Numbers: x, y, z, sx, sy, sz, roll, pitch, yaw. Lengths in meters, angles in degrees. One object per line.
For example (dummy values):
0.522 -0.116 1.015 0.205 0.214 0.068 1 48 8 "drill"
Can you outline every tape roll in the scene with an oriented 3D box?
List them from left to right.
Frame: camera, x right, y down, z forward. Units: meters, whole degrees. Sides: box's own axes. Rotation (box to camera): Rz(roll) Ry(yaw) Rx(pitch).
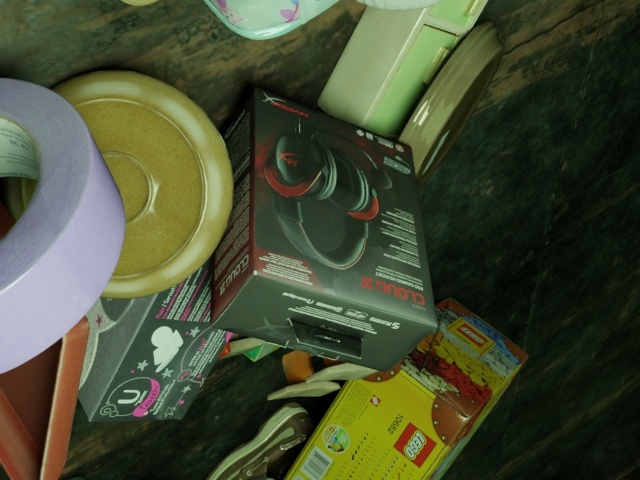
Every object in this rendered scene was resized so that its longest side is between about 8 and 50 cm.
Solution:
-0.313 -0.014 0.798 0.274 0.275 0.090 -34 144 -14 "tape roll"

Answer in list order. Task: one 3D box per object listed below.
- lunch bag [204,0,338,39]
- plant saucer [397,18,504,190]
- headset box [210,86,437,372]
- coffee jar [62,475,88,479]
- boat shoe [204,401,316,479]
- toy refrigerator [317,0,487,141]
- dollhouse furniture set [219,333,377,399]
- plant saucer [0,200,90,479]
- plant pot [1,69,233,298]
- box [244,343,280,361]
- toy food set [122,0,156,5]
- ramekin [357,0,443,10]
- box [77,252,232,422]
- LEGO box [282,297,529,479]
-0.018 -0.331 0.821 0.279 0.224 0.108 -38 165 -10 "lunch bag"
0.164 -0.163 1.232 0.278 0.041 0.278 -54 171 -12 "plant saucer"
0.000 0.000 1.016 0.218 0.293 0.110 18 137 -24 "headset box"
-0.332 0.437 1.334 0.079 0.184 0.096 -20 139 -31 "coffee jar"
-0.107 0.399 1.604 0.257 0.095 0.095 -47 146 5 "boat shoe"
0.114 -0.254 1.143 0.102 0.094 0.270 4 123 -47 "toy refrigerator"
-0.077 0.076 1.178 0.135 0.262 0.259 2 156 -44 "dollhouse furniture set"
-0.311 0.098 0.933 0.047 0.259 0.259 -14 136 -39 "plant saucer"
-0.206 -0.053 0.938 0.236 0.236 0.032 -48 -171 5 "plant pot"
-0.045 0.104 1.371 0.179 0.043 0.105 -18 141 -59 "box"
-0.172 -0.268 0.900 0.082 0.020 0.083 -18 139 -32 "toy food set"
0.084 -0.331 0.942 0.207 0.207 0.109 -38 154 -9 "ramekin"
-0.201 0.070 1.101 0.142 0.163 0.247 10 118 -46 "box"
0.112 0.380 1.634 0.500 0.193 0.372 -60 162 22 "LEGO box"
